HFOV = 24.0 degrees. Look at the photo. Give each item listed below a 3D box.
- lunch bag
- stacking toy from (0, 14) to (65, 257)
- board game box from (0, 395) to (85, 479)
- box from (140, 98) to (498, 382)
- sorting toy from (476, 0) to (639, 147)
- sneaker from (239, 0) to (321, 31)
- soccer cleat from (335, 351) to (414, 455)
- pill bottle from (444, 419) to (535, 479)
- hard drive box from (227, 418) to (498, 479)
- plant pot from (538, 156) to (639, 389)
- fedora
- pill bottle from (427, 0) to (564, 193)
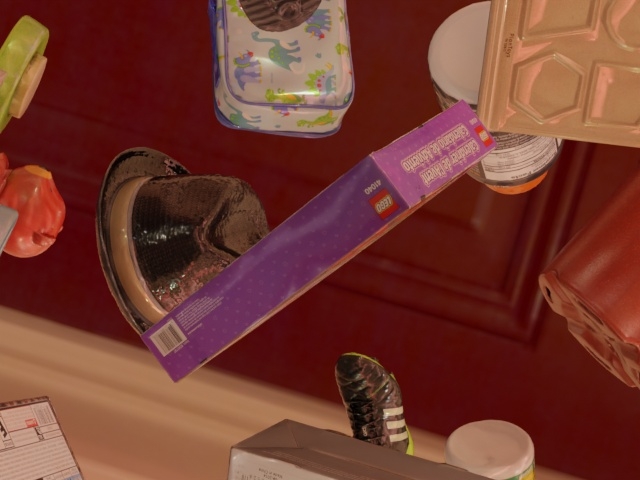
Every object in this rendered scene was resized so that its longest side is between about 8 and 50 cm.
[{"bbox_3d":[-0.053,-0.240,1.884,0.090,0.176,0.219,118,-30,-60],"label":"lunch bag"},{"bbox_3d":[-0.315,-0.064,1.536,0.280,0.130,0.309,-61,-172,21],"label":"stacking toy"},{"bbox_3d":[-0.271,0.297,1.291,0.291,0.141,0.232,65,5,6],"label":"board game box"},{"bbox_3d":[0.000,0.000,1.306,0.293,0.057,0.201,-37,179,32],"label":"box"},{"bbox_3d":[0.261,-0.185,1.444,0.038,0.208,0.193,-85,179,-58],"label":"sorting toy"},{"bbox_3d":[-0.064,-0.363,1.480,0.131,0.112,0.319,-118,-165,-49],"label":"sneaker"},{"bbox_3d":[0.056,0.189,1.552,0.072,0.060,0.179,-68,146,-42],"label":"soccer cleat"},{"bbox_3d":[0.226,0.352,1.992,0.117,0.117,0.208,-64,153,-58],"label":"pill bottle"},{"bbox_3d":[0.019,0.264,1.050,0.089,0.181,0.232,-16,117,-63],"label":"hard drive box"},{"bbox_3d":[0.429,0.029,1.841,0.265,0.272,0.272,-42,169,-7],"label":"plant pot"},{"bbox_3d":[-0.166,-0.001,2.077,0.334,0.152,0.334,47,34,-46],"label":"fedora"},{"bbox_3d":[0.197,-0.142,1.639,0.246,0.130,0.130,64,41,-62],"label":"pill bottle"}]
